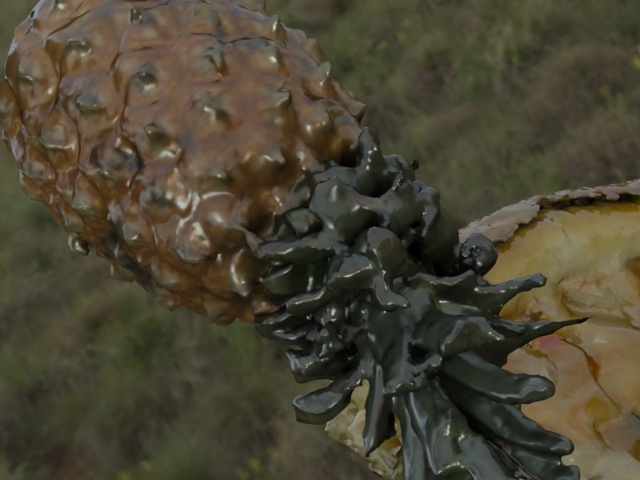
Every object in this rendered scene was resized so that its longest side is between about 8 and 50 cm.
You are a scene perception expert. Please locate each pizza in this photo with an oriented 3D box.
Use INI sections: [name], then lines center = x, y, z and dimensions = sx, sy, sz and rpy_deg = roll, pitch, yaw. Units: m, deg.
[pizza]
center = 0.191, 0.096, 0.947
dimensions = 0.080, 0.391, 0.435
rpy_deg = 117, 162, -47

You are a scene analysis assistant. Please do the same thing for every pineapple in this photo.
[pineapple]
center = 0.000, 0.000, 0.643
dimensions = 0.169, 0.169, 0.340
rpy_deg = -38, 59, -24
